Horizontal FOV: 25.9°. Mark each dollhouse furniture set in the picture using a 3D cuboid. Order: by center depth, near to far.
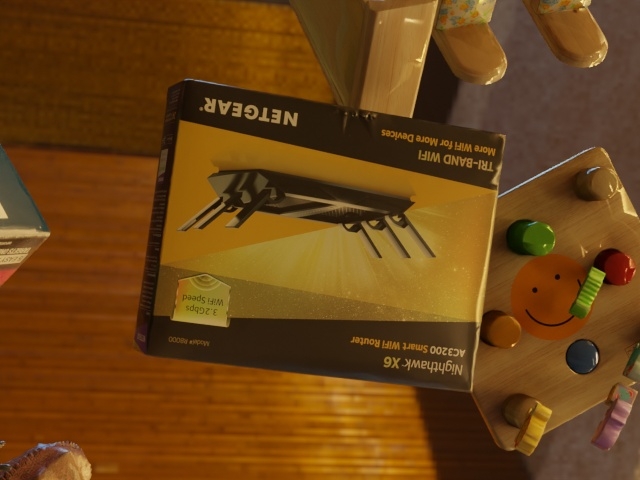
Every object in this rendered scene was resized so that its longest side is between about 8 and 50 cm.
[{"bbox_3d":[0.180,-0.290,1.424,0.362,0.394,0.256,100,-27,-52],"label":"dollhouse furniture set"}]

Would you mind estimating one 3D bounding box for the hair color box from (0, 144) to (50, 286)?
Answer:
[{"bbox_3d":[-0.394,0.062,1.112,0.347,0.174,0.105,-42,-111,25],"label":"hair color box"}]

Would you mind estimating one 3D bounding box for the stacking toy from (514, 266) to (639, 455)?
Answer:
[{"bbox_3d":[0.315,0.153,1.429,0.221,0.167,0.052,-63,177,-20],"label":"stacking toy"}]

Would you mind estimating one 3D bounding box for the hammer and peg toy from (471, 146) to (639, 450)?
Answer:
[{"bbox_3d":[0.302,0.044,1.520,0.266,0.361,0.127,64,-8,-4],"label":"hammer and peg toy"}]

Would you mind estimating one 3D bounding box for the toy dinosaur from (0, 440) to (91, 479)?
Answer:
[{"bbox_3d":[-0.303,0.264,1.403,0.296,0.127,0.200,-41,121,-53],"label":"toy dinosaur"}]

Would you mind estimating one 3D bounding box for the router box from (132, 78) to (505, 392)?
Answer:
[{"bbox_3d":[0.000,0.000,1.262,0.081,0.309,0.243,-178,-85,-73],"label":"router box"}]
